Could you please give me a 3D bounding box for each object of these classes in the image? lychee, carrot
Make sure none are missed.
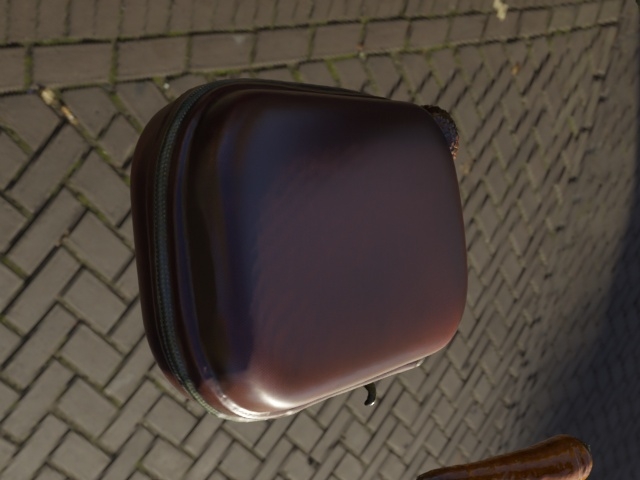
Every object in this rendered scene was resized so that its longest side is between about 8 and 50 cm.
[{"bbox_3d":[0.155,-0.149,1.561,0.114,0.114,0.146,-57,170,-5],"label":"lychee"},{"bbox_3d":[0.211,0.259,1.146,0.256,0.061,0.061,-3,115,-34],"label":"carrot"}]

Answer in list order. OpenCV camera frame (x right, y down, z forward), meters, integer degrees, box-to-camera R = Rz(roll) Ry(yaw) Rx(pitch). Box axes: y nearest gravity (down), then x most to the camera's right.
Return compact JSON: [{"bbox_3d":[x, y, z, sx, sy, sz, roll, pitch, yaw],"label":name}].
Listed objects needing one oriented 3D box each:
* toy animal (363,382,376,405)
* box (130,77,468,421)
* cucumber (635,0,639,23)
[{"bbox_3d":[0.002,0.097,1.283,0.056,0.099,0.241,-20,86,-59],"label":"toy animal"},{"bbox_3d":[0.000,0.000,0.854,0.404,0.108,0.263,-6,91,-58],"label":"box"},{"bbox_3d":[0.357,-0.189,0.957,0.134,0.134,0.245,53,34,-48],"label":"cucumber"}]
